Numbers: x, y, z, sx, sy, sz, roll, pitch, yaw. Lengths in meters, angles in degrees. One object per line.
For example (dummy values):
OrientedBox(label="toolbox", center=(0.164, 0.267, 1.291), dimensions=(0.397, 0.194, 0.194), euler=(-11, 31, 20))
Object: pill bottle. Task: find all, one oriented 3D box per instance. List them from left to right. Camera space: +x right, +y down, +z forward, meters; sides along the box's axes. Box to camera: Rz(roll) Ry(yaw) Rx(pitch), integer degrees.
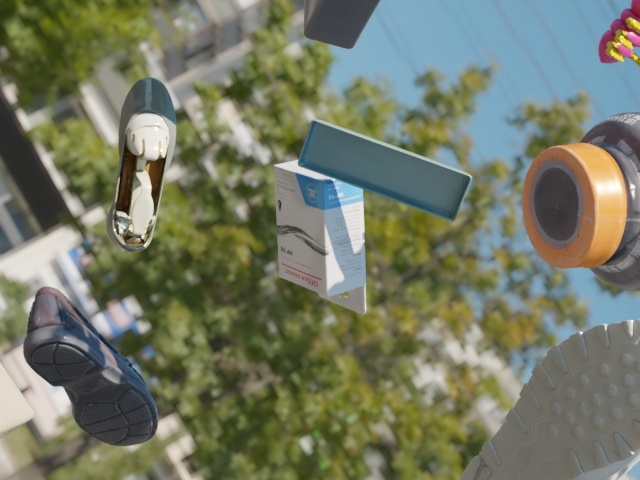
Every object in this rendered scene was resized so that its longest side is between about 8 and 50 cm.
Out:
OrientedBox(label="pill bottle", center=(0.269, -0.032, 1.215), dimensions=(0.130, 0.246, 0.130), euler=(16, -72, 60))

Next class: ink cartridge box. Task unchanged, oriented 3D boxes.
OrientedBox(label="ink cartridge box", center=(0.000, 0.000, 1.988), dimensions=(0.104, 0.060, 0.180), euler=(20, -62, 51))

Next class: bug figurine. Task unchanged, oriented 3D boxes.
OrientedBox(label="bug figurine", center=(0.393, -0.237, 1.711), dimensions=(0.279, 0.216, 0.072), euler=(27, 20, -43))

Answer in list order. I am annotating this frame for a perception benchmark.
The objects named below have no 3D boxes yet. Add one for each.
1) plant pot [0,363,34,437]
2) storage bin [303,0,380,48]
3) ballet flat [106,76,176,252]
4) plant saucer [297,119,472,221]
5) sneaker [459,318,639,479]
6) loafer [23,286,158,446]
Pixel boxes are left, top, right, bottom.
OrientedBox(label="plant pot", center=(-0.382, 0.176, 1.708), dimensions=(0.109, 0.109, 0.096), euler=(56, 32, -2))
OrientedBox(label="storage bin", center=(0.032, -0.259, 1.675), dimensions=(0.135, 0.098, 0.091), euler=(124, -25, -56))
OrientedBox(label="ballet flat", center=(-0.211, -0.088, 2.004), dimensions=(0.068, 0.072, 0.213), euler=(-147, -114, -68))
OrientedBox(label="plant saucer", center=(0.073, -0.082, 1.884), dimensions=(0.018, 0.192, 0.067), euler=(-70, 180, -55))
OrientedBox(label="sneaker", center=(0.187, 0.126, 1.130), dimensions=(0.235, 0.095, 0.090), euler=(-50, -123, 40))
OrientedBox(label="loafer", center=(-0.286, 0.162, 2.121), dimensions=(0.302, 0.109, 0.095), euler=(60, 17, -54))
